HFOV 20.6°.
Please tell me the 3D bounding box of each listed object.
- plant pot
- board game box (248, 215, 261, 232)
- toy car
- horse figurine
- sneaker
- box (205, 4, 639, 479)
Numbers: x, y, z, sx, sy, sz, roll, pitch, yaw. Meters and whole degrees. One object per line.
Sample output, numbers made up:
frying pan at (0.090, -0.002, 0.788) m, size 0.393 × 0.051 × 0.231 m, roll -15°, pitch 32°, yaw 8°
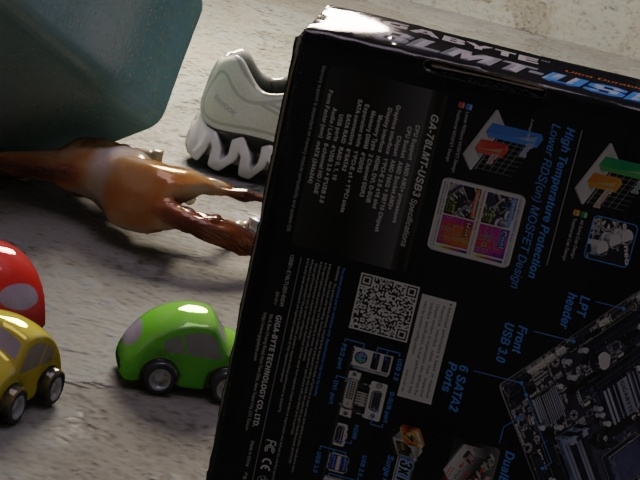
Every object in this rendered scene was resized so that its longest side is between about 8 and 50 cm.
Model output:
plant pot at (-0.245, -0.203, 1.486) m, size 0.248 × 0.247 × 0.252 m, roll -17°, pitch -47°, yaw 40°
board game box at (0.000, 0.000, 1.475) m, size 0.090 × 0.020 × 0.090 m, roll 25°, pitch 20°, yaw 37°
toy car at (-0.140, 0.055, 1.102) m, size 0.225 × 0.053 × 0.239 m, roll 8°, pitch 16°, yaw -15°
horse figurine at (-0.140, -0.040, 1.422) m, size 0.174 × 0.066 × 0.263 m, roll 6°, pitch 14°, yaw -45°
sneaker at (0.022, -0.099, 1.670) m, size 0.292 × 0.118 × 0.110 m, roll 14°, pitch 14°, yaw 0°
box at (0.106, 0.073, 0.787) m, size 0.293 × 0.295 × 0.073 m, roll 13°, pitch 18°, yaw 5°
